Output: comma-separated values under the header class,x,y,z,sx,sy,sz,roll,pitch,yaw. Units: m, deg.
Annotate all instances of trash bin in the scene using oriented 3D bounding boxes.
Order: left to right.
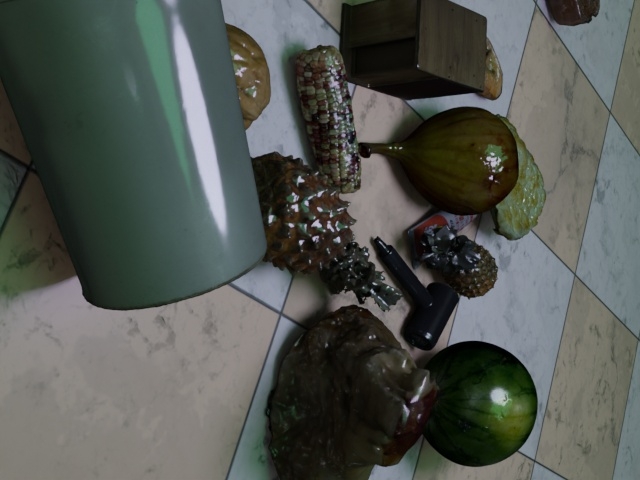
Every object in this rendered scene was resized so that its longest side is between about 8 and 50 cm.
class,x,y,z,sx,sy,sz,roll,pitch,yaw
trash bin,-0.227,-0.162,1.004,0.280,0.280,0.432,-32,118,-43

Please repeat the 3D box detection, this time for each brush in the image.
class,x,y,z,sx,sy,sz,roll,pitch,yaw
brush,0.002,0.020,1.458,0.043,0.014,0.170,-51,126,-36

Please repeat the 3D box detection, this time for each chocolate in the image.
class,x,y,z,sx,sy,sz,roll,pitch,yaw
chocolate,0.605,-0.634,2.063,0.148,0.093,0.214,-43,121,-38

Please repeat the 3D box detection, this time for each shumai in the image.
class,x,y,z,sx,sy,sz,roll,pitch,yaw
shumai,0.084,0.275,1.355,0.217,0.283,0.346,29,68,-43

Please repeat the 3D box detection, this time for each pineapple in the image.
class,x,y,z,sx,sy,sz,roll,pitch,yaw
pineapple,0.000,0.000,1.348,0.361,0.175,0.175,40,62,-47
pineapple,0.266,0.038,1.659,0.251,0.125,0.125,34,66,-57

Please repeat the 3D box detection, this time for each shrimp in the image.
class,x,y,z,sx,sy,sz,roll,pitch,yaw
shrimp,0.327,-0.389,1.795,0.251,0.052,0.144,23,63,-54

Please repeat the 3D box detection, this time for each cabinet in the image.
class,x,y,z,sx,sy,sz,roll,pitch,yaw
cabinet,0.168,-0.350,1.514,0.215,0.174,0.148,4,88,-48

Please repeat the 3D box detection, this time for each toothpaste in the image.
class,x,y,z,sx,sy,sz,roll,pitch,yaw
toothpaste,0.254,-0.034,1.719,0.234,0.057,0.089,-34,124,-33

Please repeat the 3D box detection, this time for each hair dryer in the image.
class,x,y,z,sx,sy,sz,roll,pitch,yaw
hair dryer,0.164,0.093,1.618,0.255,0.070,0.128,48,58,-30

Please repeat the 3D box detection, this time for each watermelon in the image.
class,x,y,z,sx,sy,sz,roll,pitch,yaw
watermelon,0.300,0.316,1.639,0.242,0.242,0.242,-2,92,-49

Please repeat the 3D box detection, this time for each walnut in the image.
class,x,y,z,sx,sy,sz,roll,pitch,yaw
walnut,-0.147,-0.228,1.192,0.166,0.149,0.167,-18,130,-23

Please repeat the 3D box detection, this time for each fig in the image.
class,x,y,z,sx,sy,sz,roll,pitch,yaw
fig,0.214,-0.167,1.590,0.320,0.217,0.217,9,84,-26

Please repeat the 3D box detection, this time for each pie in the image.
class,x,y,z,sx,sy,sz,roll,pitch,yaw
pie,0.406,-0.136,1.828,0.257,0.105,0.275,-50,125,-53

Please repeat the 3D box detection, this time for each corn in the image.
class,x,y,z,sx,sy,sz,roll,pitch,yaw
corn,0.016,-0.200,1.416,0.086,0.086,0.253,-32,116,-44
